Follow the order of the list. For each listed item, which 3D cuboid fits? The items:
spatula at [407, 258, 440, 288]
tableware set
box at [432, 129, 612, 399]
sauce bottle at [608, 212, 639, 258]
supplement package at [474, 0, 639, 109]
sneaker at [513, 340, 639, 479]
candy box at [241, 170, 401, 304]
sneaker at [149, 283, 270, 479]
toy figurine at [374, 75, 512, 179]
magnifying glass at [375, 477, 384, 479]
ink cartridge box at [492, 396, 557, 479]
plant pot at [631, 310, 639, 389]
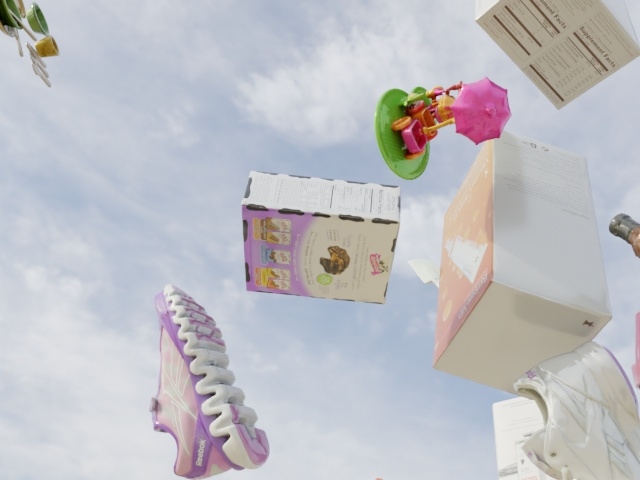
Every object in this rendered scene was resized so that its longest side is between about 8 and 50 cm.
[{"bbox_3d":[0.278,0.075,1.202,0.168,0.242,0.019,-10,-60,-14],"label":"spatula"},{"bbox_3d":[-0.292,-0.226,0.660,0.024,0.104,0.154,-18,-15,-3],"label":"tableware set"},{"bbox_3d":[0.296,0.027,1.041,0.168,0.345,0.215,17,-45,-3],"label":"box"},{"bbox_3d":[0.350,0.010,0.691,0.042,0.128,0.042,-12,-56,-18],"label":"sauce bottle"},{"bbox_3d":[0.360,-0.375,1.052,0.204,0.262,0.145,38,-51,-21],"label":"supplement package"},{"bbox_3d":[0.332,0.280,0.807,0.152,0.305,0.114,-18,-31,3],"label":"sneaker"},{"bbox_3d":[0.000,0.000,0.894,0.196,0.070,0.165,6,-44,1],"label":"candy box"},{"bbox_3d":[-0.150,0.160,0.754,0.104,0.236,0.095,-32,-27,8],"label":"sneaker"},{"bbox_3d":[0.182,-0.170,0.909,0.159,0.173,0.130,-9,-62,41],"label":"toy figurine"},{"bbox_3d":[0.056,0.489,1.097,0.026,0.092,0.231,12,-74,-49],"label":"magnifying glass"},{"bbox_3d":[0.396,0.443,1.182,0.117,0.283,0.207,-20,-62,22],"label":"ink cartridge box"},{"bbox_3d":[0.848,0.255,1.635,0.201,0.180,0.201,-2,-24,-1],"label":"plant pot"}]
